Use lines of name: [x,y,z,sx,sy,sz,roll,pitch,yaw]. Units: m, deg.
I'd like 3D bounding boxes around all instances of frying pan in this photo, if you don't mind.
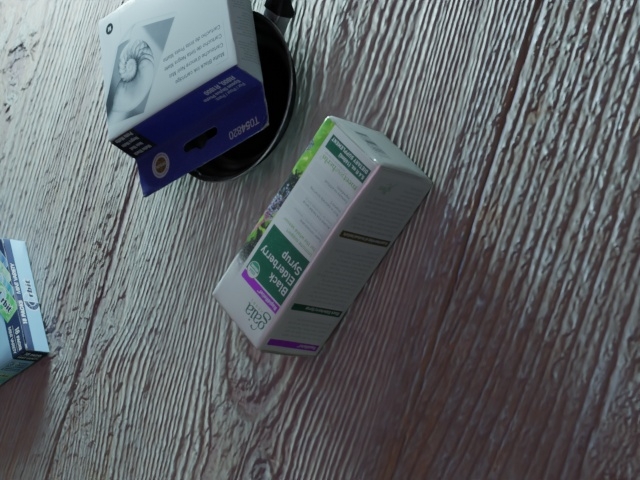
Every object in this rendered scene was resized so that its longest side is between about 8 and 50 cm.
frying pan: [-0.084,-0.222,1.817,0.197,0.053,0.326,10,87,42]

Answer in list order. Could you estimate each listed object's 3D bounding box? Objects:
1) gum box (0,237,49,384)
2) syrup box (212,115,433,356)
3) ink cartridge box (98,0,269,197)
gum box: [-0.429,0.108,2.061,0.184,0.041,0.157,-33,62,33]
syrup box: [0.000,0.000,1.674,0.093,0.096,0.237,47,112,35]
ink cartridge box: [-0.158,-0.190,1.822,0.223,0.045,0.224,-27,63,38]
